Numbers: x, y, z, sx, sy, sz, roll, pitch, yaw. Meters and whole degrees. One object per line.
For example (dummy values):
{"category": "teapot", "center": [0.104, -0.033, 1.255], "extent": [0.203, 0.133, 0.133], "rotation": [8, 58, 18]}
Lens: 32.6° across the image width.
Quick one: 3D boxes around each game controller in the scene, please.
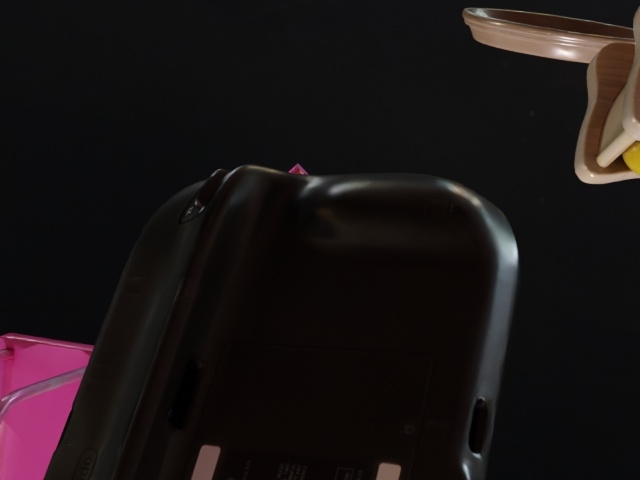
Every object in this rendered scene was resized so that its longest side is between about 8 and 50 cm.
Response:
{"category": "game controller", "center": [-0.028, 0.106, 0.391], "extent": [0.167, 0.067, 0.319], "rotation": [6, -121, 16]}

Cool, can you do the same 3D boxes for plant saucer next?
{"category": "plant saucer", "center": [0.326, -0.273, 1.466], "extent": [0.278, 0.041, 0.278], "rotation": [6, -164, -2]}

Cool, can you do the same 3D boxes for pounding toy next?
{"category": "pounding toy", "center": [0.287, -0.058, 0.713], "extent": [0.270, 0.155, 0.154], "rotation": [-1, -111, -15]}

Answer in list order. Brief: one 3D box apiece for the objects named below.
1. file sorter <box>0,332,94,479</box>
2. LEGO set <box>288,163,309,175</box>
{"category": "file sorter", "center": [-0.111, 0.187, 0.675], "extent": [0.291, 0.182, 0.202], "rotation": [7, -86, 11]}
{"category": "LEGO set", "center": [0.000, 0.000, 1.731], "extent": [0.227, 0.087, 0.093], "rotation": [47, -156, -4]}
